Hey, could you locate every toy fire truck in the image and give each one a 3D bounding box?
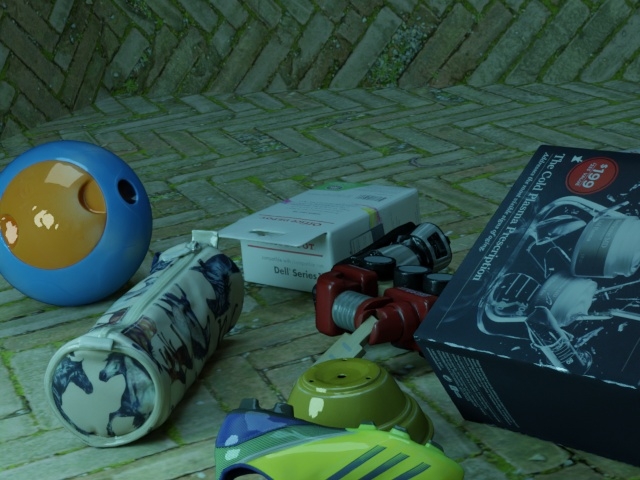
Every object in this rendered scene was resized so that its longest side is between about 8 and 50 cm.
[{"bbox_3d":[0.052,0.125,1.761,0.246,0.159,0.217,-7,14,-37],"label":"toy fire truck"}]

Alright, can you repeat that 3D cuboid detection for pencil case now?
[{"bbox_3d":[-0.235,0.132,1.738,0.159,0.184,0.410,-1,19,15],"label":"pencil case"}]

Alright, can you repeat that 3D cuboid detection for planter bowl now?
[{"bbox_3d":[0.030,0.206,1.555,0.217,0.090,0.217,-7,17,2],"label":"planter bowl"}]

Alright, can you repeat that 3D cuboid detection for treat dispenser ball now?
[{"bbox_3d":[-0.436,-0.030,2.147,0.288,0.288,0.288,-6,17,2],"label":"treat dispenser ball"}]

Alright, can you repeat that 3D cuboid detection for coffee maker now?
[{"bbox_3d":[0.101,0.043,2.001,0.171,0.120,0.178,5,20,35],"label":"coffee maker"}]

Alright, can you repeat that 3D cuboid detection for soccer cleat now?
[{"bbox_3d":[0.018,0.264,1.415,0.289,0.121,0.093,9,-24,11],"label":"soccer cleat"}]

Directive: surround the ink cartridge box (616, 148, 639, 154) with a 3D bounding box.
[{"bbox_3d":[0.696,-0.105,2.264,0.272,0.114,0.197,-6,18,-2],"label":"ink cartridge box"}]

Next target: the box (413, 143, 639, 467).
[{"bbox_3d":[0.346,0.070,1.492,0.312,0.179,0.343,10,54,42],"label":"box"}]

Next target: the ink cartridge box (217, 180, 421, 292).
[{"bbox_3d":[0.000,0.000,2.175,0.207,0.119,0.353,8,21,37],"label":"ink cartridge box"}]
